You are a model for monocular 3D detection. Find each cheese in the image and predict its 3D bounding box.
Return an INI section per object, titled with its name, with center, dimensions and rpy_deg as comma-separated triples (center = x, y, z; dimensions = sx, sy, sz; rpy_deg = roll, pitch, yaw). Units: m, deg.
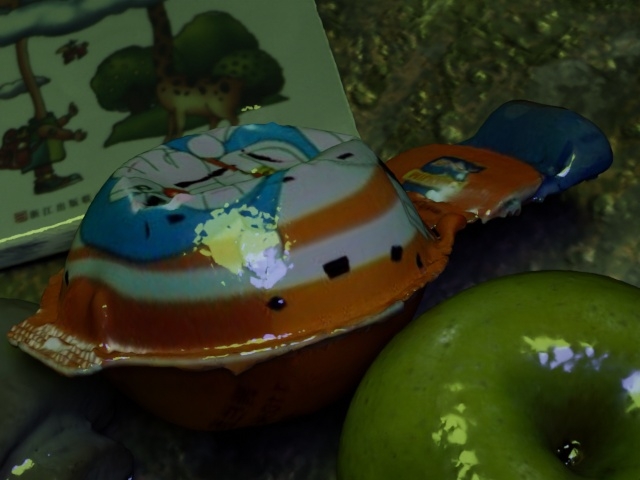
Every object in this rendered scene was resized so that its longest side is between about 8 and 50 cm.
[cheese]
center = 0.000, 0.000, 0.830
dimensions = 0.329, 0.129, 0.217
rpy_deg = -22, 24, -29

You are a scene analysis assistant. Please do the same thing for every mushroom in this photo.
[mushroom]
center = -0.185, 0.105, 0.814
dimensions = 0.141, 0.117, 0.188
rpy_deg = 14, 62, 28

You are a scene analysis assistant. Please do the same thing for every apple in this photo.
[apple]
center = 0.100, 0.113, 0.740
dimensions = 0.196, 0.157, 0.196
rpy_deg = 1, 57, -2

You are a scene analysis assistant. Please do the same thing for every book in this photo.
[book]
center = -0.140, -0.159, 1.022
dimensions = 0.260, 0.043, 0.371
rpy_deg = -15, 56, -3
